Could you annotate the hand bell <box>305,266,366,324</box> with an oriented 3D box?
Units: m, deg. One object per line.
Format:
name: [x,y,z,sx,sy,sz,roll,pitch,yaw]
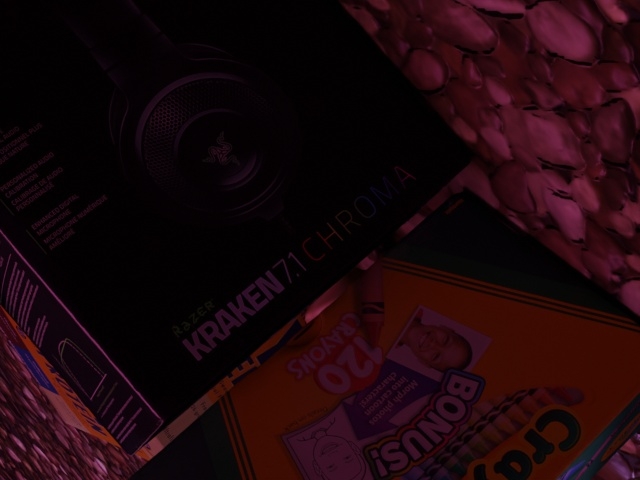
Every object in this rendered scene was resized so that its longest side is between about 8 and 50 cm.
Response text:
hand bell: [0.000,0.000,0.948,0.242,0.126,0.126,63,156,1]

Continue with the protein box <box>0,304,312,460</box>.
protein box: [-0.113,0.046,1.057,0.201,0.200,0.136,8,134,56]

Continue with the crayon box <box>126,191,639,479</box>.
crayon box: [0.046,0.118,0.788,0.165,0.278,0.081,39,155,23]

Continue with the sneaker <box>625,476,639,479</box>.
sneaker: [0.195,0.277,0.918,0.169,0.108,0.293,-9,121,37]

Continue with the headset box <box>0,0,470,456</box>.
headset box: [-0.103,-0.064,0.828,0.283,0.246,0.131,50,157,4]
